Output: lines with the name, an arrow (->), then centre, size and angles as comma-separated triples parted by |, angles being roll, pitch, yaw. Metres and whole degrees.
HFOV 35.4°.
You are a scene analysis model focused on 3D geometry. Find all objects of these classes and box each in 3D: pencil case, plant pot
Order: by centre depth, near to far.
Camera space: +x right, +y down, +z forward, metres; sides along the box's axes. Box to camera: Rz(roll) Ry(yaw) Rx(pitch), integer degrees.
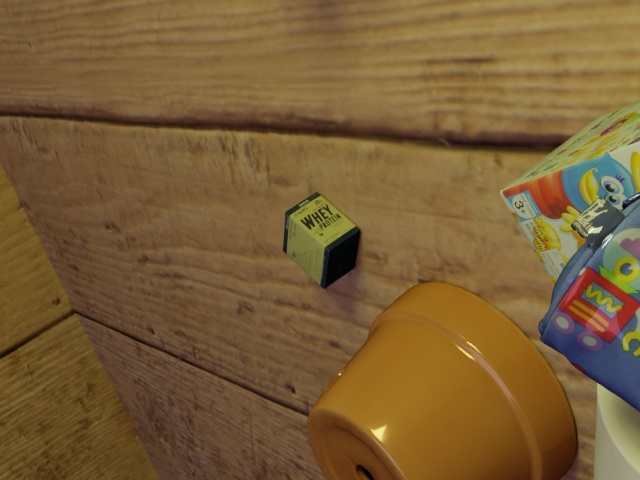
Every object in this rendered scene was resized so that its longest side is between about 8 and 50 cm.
pencil case -> 0.278, 0.084, 0.591 | 0.306, 0.119, 0.133 | 36, 105, 17
plant pot -> 0.123, 0.222, 1.179 | 0.291, 0.203, 0.291 | 37, 146, 32

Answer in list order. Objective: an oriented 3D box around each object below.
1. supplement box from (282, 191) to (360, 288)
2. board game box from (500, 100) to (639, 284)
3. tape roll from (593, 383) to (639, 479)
supplement box -> 0.000, 0.000, 1.295 | 0.083, 0.056, 0.083 | 42, 149, 25
board game box -> 0.288, -0.039, 0.710 | 0.142, 0.144, 0.275 | 58, 153, -5
tape roll -> 0.331, 0.175, 0.756 | 0.246, 0.246, 0.169 | 29, 142, 41
